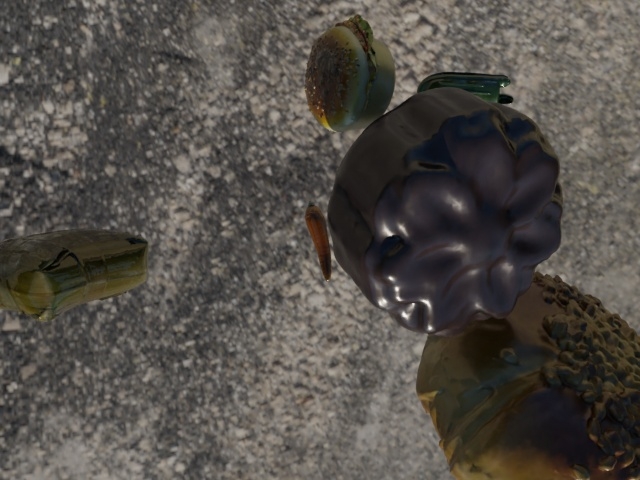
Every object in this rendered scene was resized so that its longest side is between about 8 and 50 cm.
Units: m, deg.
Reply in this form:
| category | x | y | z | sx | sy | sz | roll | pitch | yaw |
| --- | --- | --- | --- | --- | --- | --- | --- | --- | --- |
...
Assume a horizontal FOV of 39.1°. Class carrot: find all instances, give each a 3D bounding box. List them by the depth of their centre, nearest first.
| category | x | y | z | sx | sy | sz | roll | pitch | yaw |
| --- | --- | --- | --- | --- | --- | --- | --- | --- | --- |
| carrot | 0.000 | 0.000 | 1.542 | 0.035 | 0.035 | 0.142 | -14 | 88 | -12 |

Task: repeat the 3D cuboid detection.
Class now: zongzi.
| category | x | y | z | sx | sy | sz | roll | pitch | yaw |
| --- | --- | --- | --- | --- | --- | --- | --- | --- | --- |
| zongzi | -0.459 | 0.038 | 1.470 | 0.260 | 0.289 | 0.122 | -20 | 112 | -57 |

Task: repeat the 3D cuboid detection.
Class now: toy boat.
| category | x | y | z | sx | sy | sz | roll | pitch | yaw |
| --- | --- | --- | --- | --- | --- | --- | --- | --- | --- |
| toy boat | 0.313 | -0.314 | 1.957 | 0.210 | 0.052 | 0.104 | 6 | 109 | 14 |

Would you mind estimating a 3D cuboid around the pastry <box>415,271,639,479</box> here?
| category | x | y | z | sx | sy | sz | roll | pitch | yaw |
| --- | --- | --- | --- | --- | --- | --- | --- | --- | --- |
| pastry | 0.326 | 0.221 | 1.217 | 0.410 | 0.409 | 0.245 | 23 | 128 | -31 |

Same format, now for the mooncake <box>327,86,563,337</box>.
| category | x | y | z | sx | sy | sz | roll | pitch | yaw |
| --- | --- | --- | --- | --- | --- | --- | --- | --- | --- |
| mooncake | 0.152 | -0.027 | 1.031 | 0.283 | 0.141 | 0.282 | -14 | 121 | -24 |

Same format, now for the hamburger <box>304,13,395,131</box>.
| category | x | y | z | sx | sy | sz | roll | pitch | yaw |
| --- | --- | --- | --- | --- | --- | --- | --- | --- | --- |
| hamburger | 0.031 | -0.200 | 1.087 | 0.082 | 0.126 | 0.141 | 3 | 138 | -38 |
